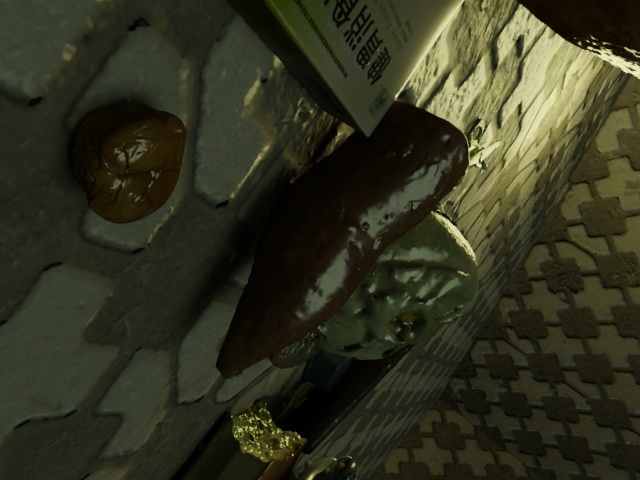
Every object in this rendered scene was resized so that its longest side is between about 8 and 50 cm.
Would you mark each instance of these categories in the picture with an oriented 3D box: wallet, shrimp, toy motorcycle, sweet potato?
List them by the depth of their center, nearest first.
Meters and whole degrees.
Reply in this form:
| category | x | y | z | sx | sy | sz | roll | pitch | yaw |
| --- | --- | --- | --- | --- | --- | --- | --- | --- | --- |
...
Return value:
| category | x | y | z | sx | sy | sz | roll | pitch | yaw |
| --- | --- | --- | --- | --- | --- | --- | --- | --- | --- |
| sweet potato | 0.000 | -0.001 | 0.618 | 0.336 | 0.131 | 0.131 | -46 | 157 | -2 |
| shrimp | 0.000 | 0.120 | 0.886 | 0.188 | 0.052 | 0.132 | -33 | 150 | -35 |
| toy motorcycle | -0.035 | 0.436 | 0.942 | 0.260 | 0.110 | 0.171 | -46 | 172 | -7 |
| wallet | 0.043 | 0.272 | 1.118 | 0.309 | 0.042 | 0.165 | -40 | -169 | -29 |

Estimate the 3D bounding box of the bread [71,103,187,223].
| category | x | y | z | sx | sy | sz | roll | pitch | yaw |
| --- | --- | --- | --- | --- | --- | --- | --- | --- | --- |
| bread | -0.125 | -0.052 | 0.400 | 0.083 | 0.046 | 0.081 | -57 | 160 | 4 |

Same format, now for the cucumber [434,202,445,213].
| category | x | y | z | sx | sy | sz | roll | pitch | yaw |
| --- | --- | --- | --- | --- | --- | --- | --- | --- | --- |
| cucumber | 0.105 | -0.026 | 0.851 | 0.115 | 0.085 | 0.193 | 23 | 108 | -24 |

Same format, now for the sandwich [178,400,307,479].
| category | x | y | z | sx | sy | sz | roll | pitch | yaw |
| --- | --- | --- | --- | --- | --- | --- | --- | --- | --- |
| sandwich | -0.110 | 0.356 | 0.938 | 0.186 | 0.108 | 0.220 | -51 | 158 | -5 |

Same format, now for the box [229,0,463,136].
| category | x | y | z | sx | sy | sz | roll | pitch | yaw |
| --- | --- | --- | --- | --- | --- | --- | --- | --- | --- |
| box | 0.031 | -0.207 | 0.462 | 0.175 | 0.062 | 0.260 | -55 | 158 | 2 |

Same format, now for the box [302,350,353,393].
| category | x | y | z | sx | sy | sz | roll | pitch | yaw |
| --- | --- | --- | --- | --- | --- | --- | --- | --- | --- |
| box | 0.016 | 0.220 | 1.061 | 0.074 | 0.054 | 0.099 | -30 | 149 | -41 |

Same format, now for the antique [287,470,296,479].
| category | x | y | z | sx | sy | sz | roll | pitch | yaw |
| --- | --- | --- | --- | --- | --- | --- | --- | --- | --- |
| antique | -0.061 | 0.568 | 1.159 | 0.185 | 0.255 | 0.322 | -32 | 147 | -37 |

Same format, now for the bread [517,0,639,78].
| category | x | y | z | sx | sy | sz | roll | pitch | yaw |
| --- | --- | --- | --- | --- | --- | --- | --- | --- | --- |
| bread | 0.235 | -0.256 | 0.416 | 0.394 | 0.361 | 0.250 | -25 | 157 | -53 |

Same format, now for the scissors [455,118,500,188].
| category | x | y | z | sx | sy | sz | roll | pitch | yaw |
| --- | --- | --- | --- | --- | --- | --- | --- | --- | --- |
| scissors | 0.284 | -0.155 | 1.090 | 0.187 | 0.020 | 0.133 | -12 | 129 | -57 |

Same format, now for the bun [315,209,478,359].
| category | x | y | z | sx | sy | sz | roll | pitch | yaw |
| --- | --- | --- | --- | --- | --- | --- | --- | --- | --- |
| bun | 0.082 | 0.062 | 0.761 | 0.239 | 0.141 | 0.239 | -8 | 135 | -8 |
